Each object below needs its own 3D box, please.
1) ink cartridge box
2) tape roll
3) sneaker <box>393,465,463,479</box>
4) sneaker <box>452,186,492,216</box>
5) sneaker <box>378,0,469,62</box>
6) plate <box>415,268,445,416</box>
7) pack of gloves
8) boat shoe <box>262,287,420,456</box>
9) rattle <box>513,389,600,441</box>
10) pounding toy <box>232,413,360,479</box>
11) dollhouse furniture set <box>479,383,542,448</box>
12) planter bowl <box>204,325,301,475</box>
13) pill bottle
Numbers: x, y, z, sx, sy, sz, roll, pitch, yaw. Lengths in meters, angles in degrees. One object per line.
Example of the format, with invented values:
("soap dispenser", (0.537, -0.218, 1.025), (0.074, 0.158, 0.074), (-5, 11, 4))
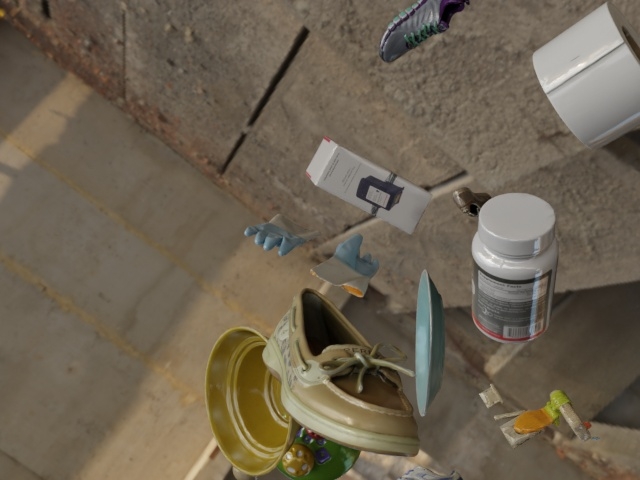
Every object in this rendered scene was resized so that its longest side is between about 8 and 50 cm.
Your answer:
("ink cartridge box", (0.102, -0.122, 1.474), (0.237, 0.100, 0.172), (26, -171, -14))
("tape roll", (0.568, -0.328, 1.373), (0.246, 0.246, 0.169), (42, 128, -20))
("sneaker", (0.200, 0.573, 1.526), (0.297, 0.111, 0.131), (11, -149, -18))
("sneaker", (0.415, -0.091, 1.844), (0.066, 0.071, 0.188), (-28, 157, 35))
("sneaker", (0.230, -0.483, 1.542), (0.083, 0.223, 0.098), (31, -164, -49))
("plate", (0.142, 0.131, 0.879), (0.024, 0.188, 0.188), (2, 159, 2))
("pack of gloves", (0.000, 0.000, 1.039), (0.195, 0.046, 0.232), (26, -167, 6))
("boat shoe", (0.013, 0.119, 0.663), (0.105, 0.089, 0.285), (16, -176, -25))
("rattle", (0.547, 0.436, 1.563), (0.130, 0.142, 0.199), (41, 175, 36))
("pounding toy", (-0.044, 0.344, 1.185), (0.237, 0.182, 0.110), (-3, 176, 6))
("dollhouse furniture set", (0.516, 0.460, 1.830), (0.160, 0.101, 0.182), (60, -174, 24))
("planter bowl", (-0.079, 0.233, 1.025), (0.090, 0.217, 0.217), (0, -168, -41))
("pill bottle", (0.376, 0.055, 1.330), (0.161, 0.161, 0.283), (24, 143, 33))
